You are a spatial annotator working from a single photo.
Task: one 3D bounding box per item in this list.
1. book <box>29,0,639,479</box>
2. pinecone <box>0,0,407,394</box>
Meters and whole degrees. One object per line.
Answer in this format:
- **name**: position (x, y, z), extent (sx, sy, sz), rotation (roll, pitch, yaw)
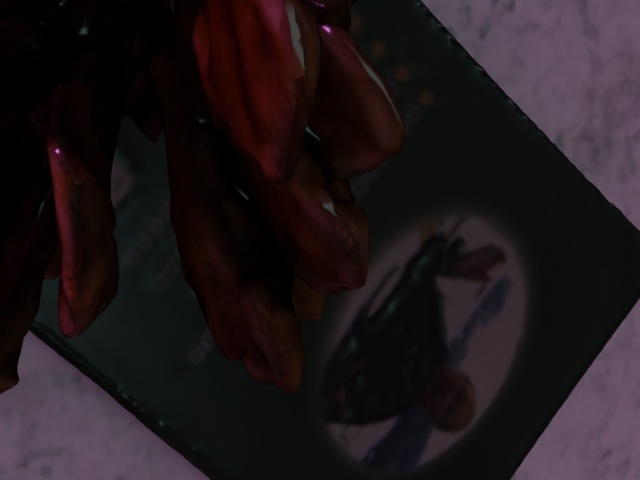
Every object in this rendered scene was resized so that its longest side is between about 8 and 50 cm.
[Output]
- **book**: position (0.000, 0.000, 0.893), extent (0.371, 0.043, 0.260), rotation (45, 76, -30)
- **pinecone**: position (-0.156, -0.105, 0.594), extent (0.384, 0.384, 0.384), rotation (-7, 103, -33)
